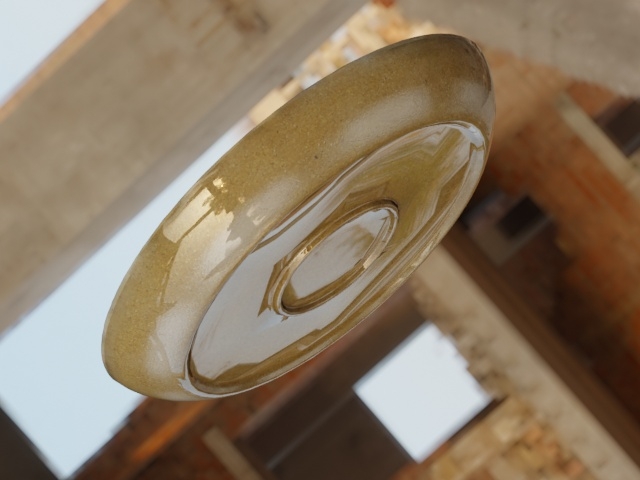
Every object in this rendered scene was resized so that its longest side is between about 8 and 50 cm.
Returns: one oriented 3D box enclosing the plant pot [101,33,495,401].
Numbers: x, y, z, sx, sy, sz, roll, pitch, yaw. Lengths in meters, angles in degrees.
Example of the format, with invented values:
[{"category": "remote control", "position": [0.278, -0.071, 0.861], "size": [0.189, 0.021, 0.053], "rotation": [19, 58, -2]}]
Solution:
[{"category": "plant pot", "position": [0.000, 0.000, 0.911], "size": [0.032, 0.236, 0.236], "rotation": [48, -173, 21]}]
